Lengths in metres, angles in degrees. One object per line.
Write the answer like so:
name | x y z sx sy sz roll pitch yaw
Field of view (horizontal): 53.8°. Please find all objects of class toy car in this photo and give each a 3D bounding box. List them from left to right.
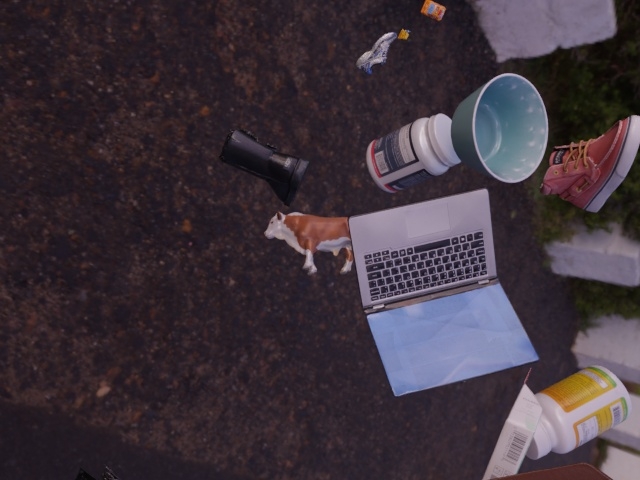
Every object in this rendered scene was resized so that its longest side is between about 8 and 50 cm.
toy car | 0.241 -0.499 1.458 0.060 0.040 0.122 33 101 -32

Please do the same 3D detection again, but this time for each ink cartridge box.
ink cartridge box | 0.360 0.359 1.158 0.225 0.056 0.180 -23 131 -57

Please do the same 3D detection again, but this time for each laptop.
laptop | 0.305 0.117 1.583 0.382 0.236 0.407 -12 107 -7

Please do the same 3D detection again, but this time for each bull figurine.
bull figurine | 0.000 0.000 1.808 0.101 0.311 0.188 123 -39 -64

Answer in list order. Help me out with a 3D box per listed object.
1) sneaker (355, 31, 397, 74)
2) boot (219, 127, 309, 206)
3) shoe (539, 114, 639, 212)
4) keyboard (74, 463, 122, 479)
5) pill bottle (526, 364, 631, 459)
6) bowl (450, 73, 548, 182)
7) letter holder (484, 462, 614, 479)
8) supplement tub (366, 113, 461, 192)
sneaker | 0.163 -0.507 1.722 0.135 0.058 0.052 -42 175 18
boot | -0.141 -0.182 1.558 0.246 0.207 0.094 121 -6 -77
shoe | 0.324 -0.096 0.770 0.178 0.081 0.063 79 32 -65
keyboard | -0.339 0.453 1.066 0.100 0.192 0.038 -62 161 -2
pill bottle | 0.548 0.386 1.403 0.246 0.136 0.136 -21 126 -16
bowl | 0.508 -0.323 1.873 0.312 0.163 0.311 -2 93 -32
letter holder | 0.326 0.430 0.811 0.302 0.215 0.151 -83 159 -86
supplement tub | 0.303 -0.281 2.050 0.191 0.272 0.191 23 57 -42
